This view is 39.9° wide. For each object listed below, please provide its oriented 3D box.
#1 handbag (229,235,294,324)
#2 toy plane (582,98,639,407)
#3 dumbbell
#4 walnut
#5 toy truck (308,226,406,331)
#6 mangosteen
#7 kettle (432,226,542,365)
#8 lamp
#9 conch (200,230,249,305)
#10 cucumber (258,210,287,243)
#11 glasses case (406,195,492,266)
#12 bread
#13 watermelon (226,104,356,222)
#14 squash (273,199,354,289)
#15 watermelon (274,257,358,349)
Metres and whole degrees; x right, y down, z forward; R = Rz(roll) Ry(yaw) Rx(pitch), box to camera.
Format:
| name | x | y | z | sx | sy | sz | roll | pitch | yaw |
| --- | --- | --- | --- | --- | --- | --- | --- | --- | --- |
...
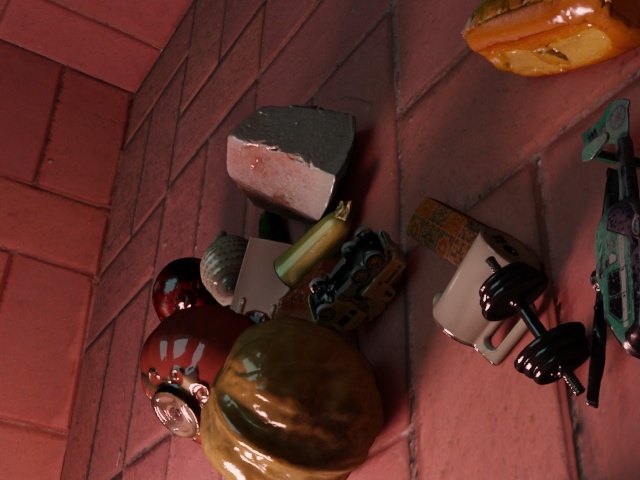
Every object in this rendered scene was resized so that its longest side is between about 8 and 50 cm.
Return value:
| name | x | y | z | sx | sy | sz | roll | pitch | yaw |
| --- | --- | --- | --- | --- | --- | --- | --- | --- | --- |
| handbag | -0.112 | 0.096 | 1.871 | 0.127 | 0.063 | 0.190 | 11 | 79 | 21 |
| toy plane | 0.360 | -0.005 | 1.023 | 0.155 | 0.106 | 0.382 | 132 | 144 | -61 |
| dumbbell | 0.265 | 0.103 | 1.099 | 0.099 | 0.099 | 0.208 | -52 | 54 | 34 |
| walnut | -0.046 | 0.275 | 1.436 | 0.282 | 0.276 | 0.253 | 124 | 159 | -50 |
| toy truck | 0.074 | 0.073 | 1.520 | 0.191 | 0.116 | 0.085 | -49 | 31 | 20 |
| mangosteen | -0.313 | 0.133 | 2.164 | 0.210 | 0.209 | 0.210 | -44 | 36 | 43 |
| kettle | 0.239 | 0.075 | 1.230 | 0.148 | 0.126 | 0.098 | -60 | -5 | 25 |
| lamp | -0.216 | 0.272 | 1.762 | 0.303 | 0.303 | 0.257 | -44 | -2 | 43 |
| conch | -0.196 | 0.056 | 2.045 | 0.131 | 0.172 | 0.200 | -12 | 46 | 23 |
| cucumber | -0.108 | -0.002 | 1.998 | 0.069 | 0.069 | 0.227 | -54 | 28 | 31 |
| glasses case | 0.209 | -0.007 | 1.378 | 0.075 | 0.049 | 0.218 | -67 | 25 | 8 |
| bread | 0.335 | -0.314 | 1.234 | 0.288 | 0.152 | 0.119 | -2 | 64 | 63 |
| watermelon | -0.078 | -0.173 | 1.832 | 0.387 | 0.258 | 0.228 | -1 | 67 | 64 |
| squash | 0.000 | 0.000 | 1.747 | 0.224 | 0.094 | 0.094 | -50 | 31 | 26 |
| watermelon | -0.016 | 0.139 | 1.675 | 0.193 | 0.139 | 0.257 | -35 | 33 | 39 |
